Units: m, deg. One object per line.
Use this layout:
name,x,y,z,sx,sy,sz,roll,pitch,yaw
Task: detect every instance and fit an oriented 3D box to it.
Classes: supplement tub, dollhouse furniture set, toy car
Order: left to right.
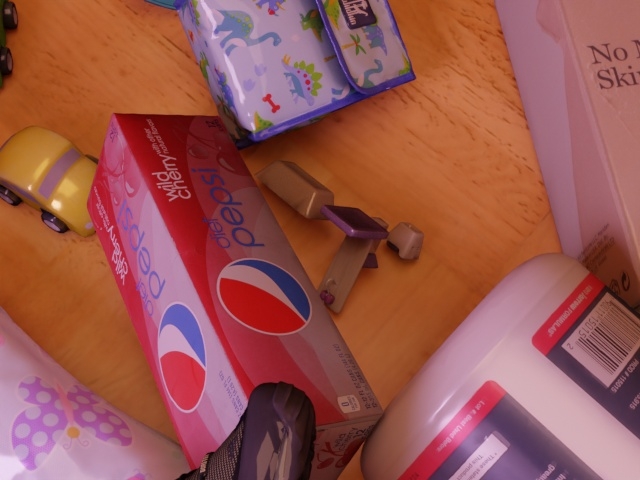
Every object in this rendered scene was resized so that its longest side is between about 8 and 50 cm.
toy car,-0.272,-0.108,0.733,0.238,0.053,0.225,-2,69,-4
dollhouse furniture set,0.000,0.000,0.730,0.114,0.091,0.081,40,113,35
supplement tub,0.176,0.157,0.578,0.272,0.191,0.191,43,72,13

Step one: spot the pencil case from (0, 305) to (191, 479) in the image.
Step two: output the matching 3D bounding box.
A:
pencil case,-0.180,0.130,0.611,0.273,0.113,0.124,32,88,10

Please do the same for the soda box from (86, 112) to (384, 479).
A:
soda box,-0.066,0.035,0.618,0.083,0.092,0.263,-4,48,-34

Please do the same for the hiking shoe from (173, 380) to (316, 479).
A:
hiking shoe,-0.084,0.157,0.478,0.114,0.086,0.227,26,105,-3

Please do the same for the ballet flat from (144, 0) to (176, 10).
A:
ballet flat,-0.058,-0.226,0.794,0.213,0.072,0.068,0,41,-4

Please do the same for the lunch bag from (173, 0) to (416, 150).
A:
lunch bag,-0.014,-0.153,0.729,0.151,0.096,0.129,-23,96,-16

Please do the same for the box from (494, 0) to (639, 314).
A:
box,0.240,-0.094,0.718,0.147,0.121,0.311,-9,69,-7
